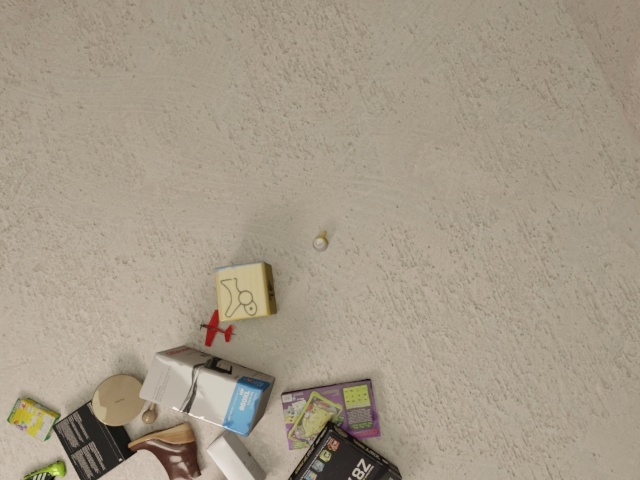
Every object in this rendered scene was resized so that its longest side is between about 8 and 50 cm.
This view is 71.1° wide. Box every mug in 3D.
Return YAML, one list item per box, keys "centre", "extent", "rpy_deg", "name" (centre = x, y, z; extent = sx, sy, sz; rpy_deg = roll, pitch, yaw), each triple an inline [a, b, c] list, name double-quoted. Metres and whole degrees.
- centre: [-0.003, 0.003, 1.756]
  extent: [0.062, 0.064, 0.078]
  rpy_deg: [-9, 82, 3]
  name: "mug"

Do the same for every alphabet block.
- centre: [-0.277, 0.193, 1.685]
  extent: [0.192, 0.193, 0.197]
  rpy_deg: [-7, 82, 4]
  name: "alphabet block"

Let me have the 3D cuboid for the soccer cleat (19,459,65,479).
- centre: [-1.067, 0.911, 1.712]
  extent: [0.179, 0.060, 0.072]
  rpy_deg: [-23, 83, -2]
  name: "soccer cleat"

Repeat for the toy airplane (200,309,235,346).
- centre: [-0.404, 0.353, 1.755]
  extent: [0.151, 0.028, 0.151]
  rpy_deg: [0, 84, 4]
  name: "toy airplane"

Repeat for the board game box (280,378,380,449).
- centre: [0.037, 0.651, 1.681]
  extent: [0.346, 0.056, 0.208]
  rpy_deg: [-9, 78, 3]
  name: "board game box"

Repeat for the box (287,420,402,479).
- centre: [0.047, 0.902, 1.597]
  extent: [0.318, 0.097, 0.395]
  rpy_deg: [36, 89, -4]
  name: "box"

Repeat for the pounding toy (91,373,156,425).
- centre: [-0.748, 0.610, 1.722]
  extent: [0.237, 0.110, 0.183]
  rpy_deg: [13, 70, -24]
  name: "pounding toy"

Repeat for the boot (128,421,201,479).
- centre: [-0.583, 0.816, 1.675]
  extent: [0.248, 0.090, 0.207]
  rpy_deg: [-16, 80, -2]
  name: "boot"

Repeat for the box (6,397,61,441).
- centre: [-1.125, 0.696, 1.751]
  extent: [0.179, 0.043, 0.105]
  rpy_deg: [25, 85, 4]
  name: "box"

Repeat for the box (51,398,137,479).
- centre: [-0.853, 0.753, 1.696]
  extent: [0.184, 0.103, 0.261]
  rpy_deg: [-34, 81, 2]
  name: "box"

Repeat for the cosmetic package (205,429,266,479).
- centre: [-0.307, 0.817, 1.646]
  extent: [0.085, 0.117, 0.231]
  rpy_deg: [-39, 83, -2]
  name: "cosmetic package"

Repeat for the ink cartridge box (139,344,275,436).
- centre: [-0.389, 0.523, 1.602]
  extent: [0.395, 0.285, 0.166]
  rpy_deg: [17, 83, 5]
  name: "ink cartridge box"
